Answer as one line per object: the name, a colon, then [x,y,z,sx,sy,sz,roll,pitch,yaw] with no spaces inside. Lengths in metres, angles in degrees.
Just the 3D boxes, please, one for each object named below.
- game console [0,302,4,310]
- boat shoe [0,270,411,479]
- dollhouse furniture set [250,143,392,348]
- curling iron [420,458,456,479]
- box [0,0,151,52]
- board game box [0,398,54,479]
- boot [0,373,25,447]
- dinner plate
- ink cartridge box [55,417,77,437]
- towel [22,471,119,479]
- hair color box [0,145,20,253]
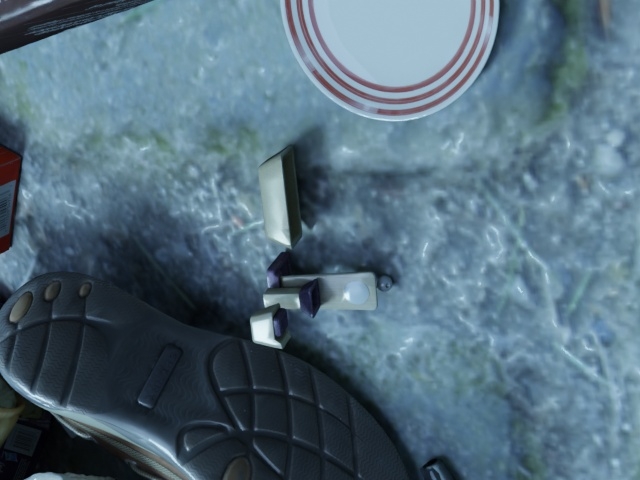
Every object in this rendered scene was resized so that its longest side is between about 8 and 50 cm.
game console: [-0.440,0.129,0.883,0.250,0.173,0.293,37,124,11]
boat shoe: [-0.082,0.131,0.731,0.324,0.123,0.116,31,156,5]
dollhouse furniture set: [0.000,0.000,0.644,0.081,0.091,0.114,-2,107,14]
curling iron: [0.133,0.278,0.705,0.068,0.035,0.274,-20,100,34]
box: [-0.248,-0.178,0.634,0.381,0.191,0.143,-8,106,32]
board game box: [-0.388,0.239,0.920,0.208,0.056,0.347,18,124,-18]
boot: [-0.351,0.180,0.778,0.236,0.089,0.270,33,99,34]
dinner plate: [0.040,-0.141,0.592,0.141,0.017,0.141,11,115,24]
ink cartridge box: [-0.211,0.118,0.836,0.048,0.028,0.083,-34,91,35]
towel: [-0.212,0.243,0.810,0.282,0.187,0.049,-28,58,34]
hair color box: [-0.328,-0.057,0.814,0.167,0.053,0.093,28,122,18]
